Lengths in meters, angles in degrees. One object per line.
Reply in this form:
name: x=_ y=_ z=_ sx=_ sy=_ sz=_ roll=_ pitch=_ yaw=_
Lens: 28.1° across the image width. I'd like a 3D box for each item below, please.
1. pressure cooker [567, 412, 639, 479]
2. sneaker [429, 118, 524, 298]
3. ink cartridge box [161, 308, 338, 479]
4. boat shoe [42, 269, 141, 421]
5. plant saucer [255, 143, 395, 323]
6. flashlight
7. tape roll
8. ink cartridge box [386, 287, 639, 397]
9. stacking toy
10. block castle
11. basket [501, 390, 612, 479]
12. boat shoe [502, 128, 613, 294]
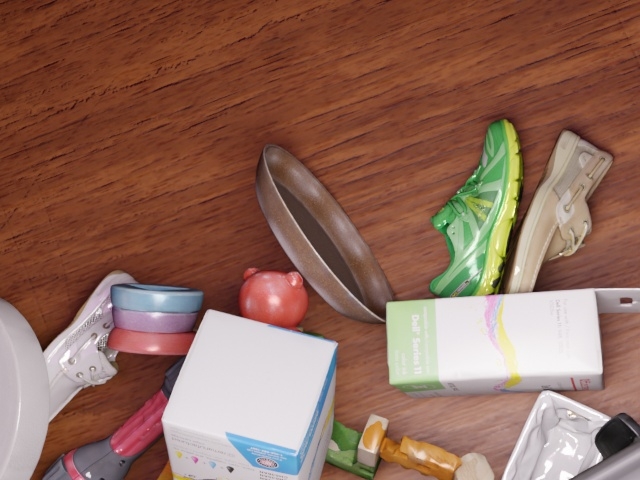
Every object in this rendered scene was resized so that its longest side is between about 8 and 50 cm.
pressure cooker: x=0.432 y=0.433 z=1.549 sx=0.421 sy=0.375 sz=0.369 roll=-24 pitch=109 yaw=-26
sneaker: x=0.227 y=-0.045 z=1.878 sx=0.124 sy=0.109 sz=0.295 roll=12 pitch=80 yaw=12
ink cartridge box: x=-0.083 y=0.233 z=1.594 sx=0.171 sy=0.232 sz=0.168 roll=13 pitch=54 yaw=10
boat shoe: x=-0.355 y=0.179 z=1.969 sx=0.096 sy=0.098 sz=0.277 roll=33 pitch=85 yaw=19
plant saucer: x=0.000 y=0.000 z=1.820 sx=0.050 sy=0.310 sz=0.310 roll=-35 pitch=71 yaw=12
flashlight: x=-0.277 y=0.286 z=1.916 sx=0.304 sy=0.103 sz=0.103 roll=-43 pitch=34 yaw=5
tape roll: x=-0.584 y=0.261 z=1.964 sx=0.392 sy=0.072 sz=0.391 roll=-6 pitch=78 yaw=29
ink cartridge box: x=0.283 y=0.145 z=1.766 sx=0.354 sy=0.207 sz=0.119 roll=-5 pitch=77 yaw=13
stacking toy: x=-0.133 y=0.097 z=1.832 sx=0.309 sy=0.279 sz=0.130 roll=4 pitch=91 yaw=18
block castle: x=-0.006 y=0.387 z=1.764 sx=0.453 sy=0.212 sz=0.303 roll=19 pitch=60 yaw=12
basket: x=0.328 y=0.306 z=1.772 sx=0.113 sy=0.103 sz=0.167 roll=23 pitch=84 yaw=17
boat shoe: x=0.340 y=-0.031 z=1.813 sx=0.098 sy=0.109 sz=0.302 roll=24 pitch=54 yaw=7
